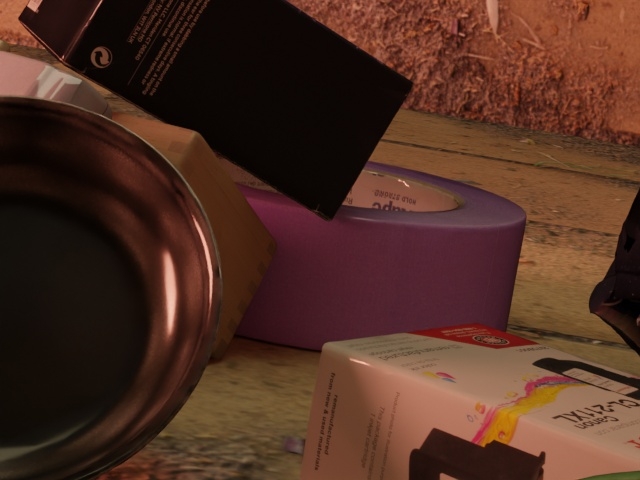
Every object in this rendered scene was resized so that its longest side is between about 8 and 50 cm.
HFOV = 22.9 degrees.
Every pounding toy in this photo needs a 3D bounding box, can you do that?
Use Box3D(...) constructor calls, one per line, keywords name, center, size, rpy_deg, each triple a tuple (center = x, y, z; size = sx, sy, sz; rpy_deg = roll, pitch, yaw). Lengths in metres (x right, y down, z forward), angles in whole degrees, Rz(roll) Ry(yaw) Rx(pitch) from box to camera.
Box3D(name="pounding toy", center=(-0.159, -0.026, 0.904), size=(0.206, 0.094, 0.181), rpy_deg=(15, -23, 28))

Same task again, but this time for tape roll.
Box3D(name="tape roll", center=(0.000, 0.000, 1.098), size=(0.275, 0.090, 0.275), rpy_deg=(9, 10, -2))

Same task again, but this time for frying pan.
Box3D(name="frying pan", center=(-0.206, 0.023, 0.685), size=(0.326, 0.197, 0.053), rpy_deg=(2, -29, -4))

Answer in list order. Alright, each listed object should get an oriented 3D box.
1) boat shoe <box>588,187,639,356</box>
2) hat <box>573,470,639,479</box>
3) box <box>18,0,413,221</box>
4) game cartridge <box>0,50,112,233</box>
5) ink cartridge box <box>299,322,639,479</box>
Box3D(name="boat shoe", center=(0.307, 0.059, 1.012), size=(0.340, 0.158, 0.127), rpy_deg=(35, -8, -28))
Box3D(name="hat", center=(0.088, 0.174, 0.386), size=(0.208, 0.173, 0.183), rpy_deg=(26, 51, -4))
Box3D(name="box", center=(-0.076, -0.120, 0.999), size=(0.184, 0.103, 0.261), rpy_deg=(33, 2, -21))
Box3D(name="game cartridge", center=(-0.275, -0.033, 0.813), size=(0.294, 0.196, 0.060), rpy_deg=(16, -26, 26))
Box3D(name="ink cartridge box", center=(0.100, 0.097, 0.708), size=(0.175, 0.072, 0.127), rpy_deg=(17, 13, 38))
